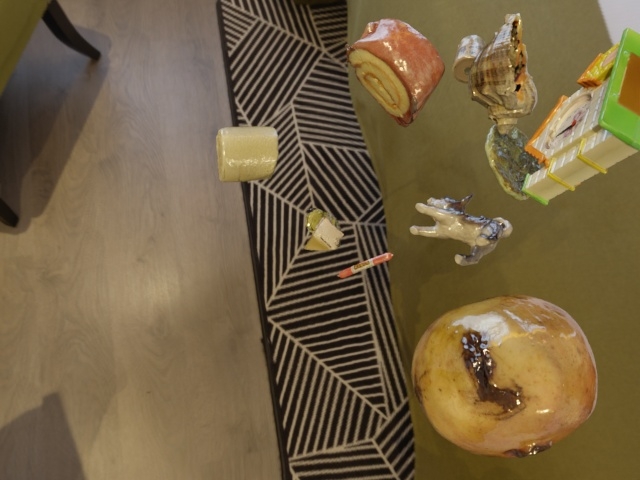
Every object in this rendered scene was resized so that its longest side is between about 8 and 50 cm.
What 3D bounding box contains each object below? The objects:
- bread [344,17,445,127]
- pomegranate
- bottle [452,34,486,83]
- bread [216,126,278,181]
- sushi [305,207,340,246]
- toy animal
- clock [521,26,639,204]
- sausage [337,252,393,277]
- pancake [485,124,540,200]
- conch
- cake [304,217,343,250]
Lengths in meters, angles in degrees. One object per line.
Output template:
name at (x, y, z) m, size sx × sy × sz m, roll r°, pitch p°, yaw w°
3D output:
bread at (0.179, -0.414, 1.135) m, size 0.244 × 0.190 × 0.123 m, roll 45°, pitch 78°, yaw -3°
pomegranate at (0.325, 0.242, 0.859) m, size 0.322 × 0.322 × 0.322 m, roll 1°, pitch 75°, yaw -4°
bottle at (0.439, -0.536, 1.368) m, size 0.098 × 0.099 × 0.152 m, roll 21°, pitch 55°, yaw 1°
bread at (-0.183, -0.214, 1.172) m, size 0.141 × 0.148 × 0.134 m, roll -5°, pitch 101°, yaw -15°
sushi at (0.015, -0.033, 1.981) m, size 0.131 × 0.291 × 0.139 m, roll 0°, pitch 74°, yaw 14°
toy animal at (0.564, -0.069, 1.860) m, size 0.302 × 0.194 × 0.344 m, roll -28°, pitch 54°, yaw -37°
clock at (0.484, -0.207, 0.868) m, size 0.106 × 0.255 × 0.220 m, roll 29°, pitch 67°, yaw -4°
sausage at (0.179, 0.101, 1.895) m, size 0.253 × 0.034 × 0.034 m, roll -24°, pitch 77°, yaw 19°
pancake at (0.579, -0.237, 1.419) m, size 0.253 × 0.037 × 0.254 m, roll 11°, pitch 70°, yaw -32°
conch at (0.461, -0.423, 1.232) m, size 0.210 × 0.159 × 0.291 m, roll -19°, pitch 101°, yaw -46°
cake at (0.000, 0.000, 1.084) m, size 0.065 × 0.121 × 0.052 m, roll 35°, pitch 66°, yaw -7°
